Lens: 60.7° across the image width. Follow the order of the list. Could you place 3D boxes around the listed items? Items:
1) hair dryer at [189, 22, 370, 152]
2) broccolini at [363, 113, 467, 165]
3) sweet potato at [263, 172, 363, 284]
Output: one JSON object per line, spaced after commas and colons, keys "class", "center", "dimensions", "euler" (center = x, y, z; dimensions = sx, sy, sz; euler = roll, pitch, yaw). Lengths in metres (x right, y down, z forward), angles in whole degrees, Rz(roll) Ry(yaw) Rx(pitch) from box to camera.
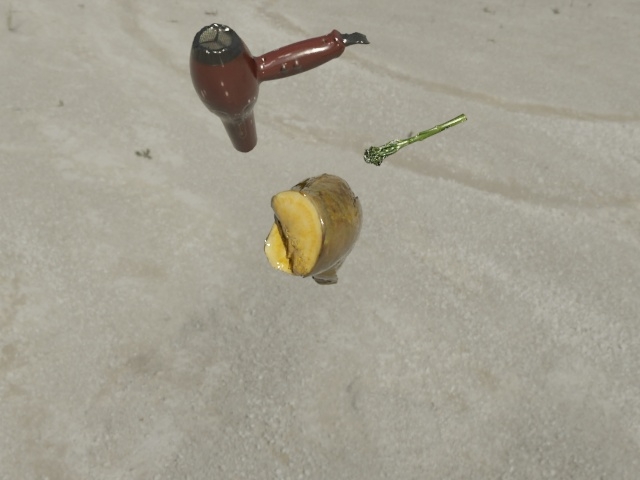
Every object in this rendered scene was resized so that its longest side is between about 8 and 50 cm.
{"class": "hair dryer", "center": [-0.066, -0.313, 1.067], "dimensions": [0.340, 0.313, 0.123], "euler": [-16, 66, 1]}
{"class": "broccolini", "center": [0.181, -0.199, 1.048], "dimensions": [0.218, 0.042, 0.044], "euler": [-26, 13, -2]}
{"class": "sweet potato", "center": [-0.007, -0.002, 0.567], "dimensions": [0.085, 0.112, 0.286], "euler": [20, -11, 3]}
